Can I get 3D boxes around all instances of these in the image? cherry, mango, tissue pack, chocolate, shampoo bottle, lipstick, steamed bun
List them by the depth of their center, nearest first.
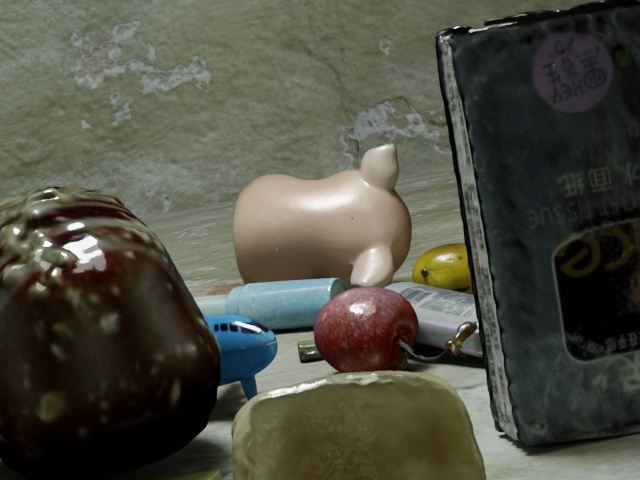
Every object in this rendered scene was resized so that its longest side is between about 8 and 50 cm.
[{"bbox_3d":[0.018,0.167,1.322,0.172,0.141,0.155,-7,-7,-10],"label":"steamed bun"},{"bbox_3d":[0.250,-0.023,1.580,0.259,0.361,0.122,-9,3,-5],"label":"tissue pack"},{"bbox_3d":[-0.232,0.063,1.692,0.225,0.210,0.340,-24,21,-15],"label":"chocolate"},{"bbox_3d":[0.081,0.095,1.916,0.225,0.090,0.107,0,19,42],"label":"cherry"},{"bbox_3d":[0.146,0.086,1.977,0.086,0.056,0.227,-20,17,-33],"label":"shampoo bottle"},{"bbox_3d":[-0.103,0.086,2.326,0.274,0.061,0.068,-6,10,23],"label":"lipstick"},{"bbox_3d":[0.172,0.038,2.329,0.103,0.076,0.161,-11,3,19],"label":"mango"}]

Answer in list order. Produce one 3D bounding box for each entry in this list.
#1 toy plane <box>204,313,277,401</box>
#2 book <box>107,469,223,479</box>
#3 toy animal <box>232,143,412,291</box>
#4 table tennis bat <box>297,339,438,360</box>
[{"bbox_3d":[-0.144,0.125,1.889,0.271,0.105,0.254,-1,11,41],"label":"toy plane"},{"bbox_3d":[-0.201,0.223,1.548,0.192,0.013,0.168,-6,8,22],"label":"book"},{"bbox_3d":[0.004,0.000,2.468,0.256,0.195,0.213,-4,-17,21],"label":"toy animal"},{"bbox_3d":[0.097,0.109,2.095,0.246,0.022,0.138,-7,8,-4],"label":"table tennis bat"}]
